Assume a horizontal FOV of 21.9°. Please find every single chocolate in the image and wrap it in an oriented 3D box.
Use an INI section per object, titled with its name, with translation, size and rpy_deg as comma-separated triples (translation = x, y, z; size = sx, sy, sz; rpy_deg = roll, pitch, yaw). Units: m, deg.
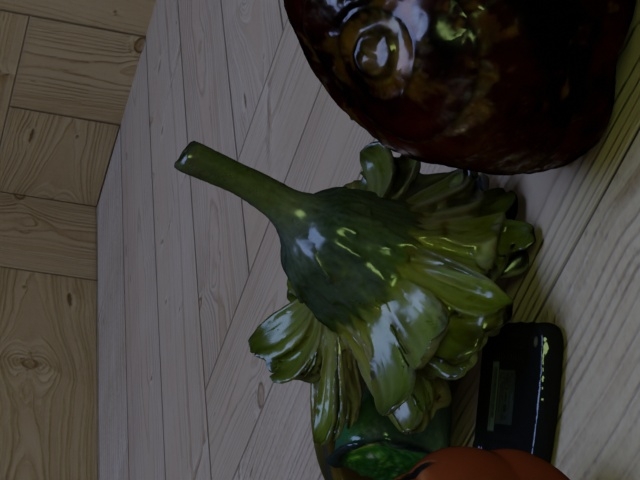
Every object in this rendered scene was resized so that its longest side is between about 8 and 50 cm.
[chocolate]
translation = 0.077, 0.075, 1.541
size = 0.110, 0.110, 0.291
rpy_deg = 128, 153, -59

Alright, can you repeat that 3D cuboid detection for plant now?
[plant]
translation = 0.043, -0.005, 1.418
size = 0.297, 0.261, 0.306
rpy_deg = 63, 158, -13

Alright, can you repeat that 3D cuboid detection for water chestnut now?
[water chestnut]
translation = 0.113, -0.184, 1.290
size = 0.244, 0.289, 0.289
rpy_deg = 66, -156, -64

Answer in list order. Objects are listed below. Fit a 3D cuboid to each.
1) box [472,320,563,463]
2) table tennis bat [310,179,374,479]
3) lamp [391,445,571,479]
[box]
translation = 0.160, 0.129, 1.351
size = 0.125, 0.027, 0.126
rpy_deg = 166, 112, -72
[table tennis bat]
translation = 0.037, 0.096, 1.616
size = 0.198, 0.050, 0.320
rpy_deg = 39, -129, -65
[lamp]
translation = 0.116, 0.240, 1.161
size = 0.164, 0.188, 0.187
rpy_deg = -140, 60, -71
